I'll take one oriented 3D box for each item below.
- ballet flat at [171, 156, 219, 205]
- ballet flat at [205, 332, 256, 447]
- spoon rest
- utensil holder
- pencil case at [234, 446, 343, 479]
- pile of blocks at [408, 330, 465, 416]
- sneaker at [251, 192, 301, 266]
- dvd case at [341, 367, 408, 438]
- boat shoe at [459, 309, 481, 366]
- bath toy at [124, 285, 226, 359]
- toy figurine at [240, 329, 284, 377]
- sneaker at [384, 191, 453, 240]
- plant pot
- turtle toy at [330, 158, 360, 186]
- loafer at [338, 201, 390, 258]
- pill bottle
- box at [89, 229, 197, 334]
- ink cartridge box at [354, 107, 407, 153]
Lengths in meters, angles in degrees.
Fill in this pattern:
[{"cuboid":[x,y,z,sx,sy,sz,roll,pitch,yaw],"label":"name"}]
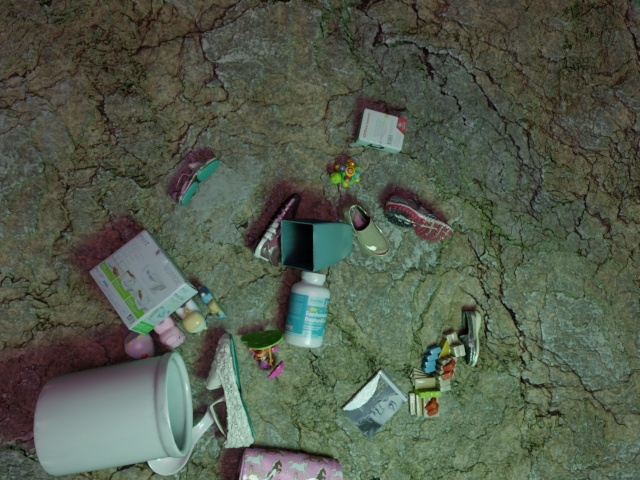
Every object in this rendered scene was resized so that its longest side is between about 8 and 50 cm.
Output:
[{"cuboid":[-0.461,-0.228,1.667,0.079,0.077,0.221,35,82,12],"label":"ballet flat"},{"cuboid":[-0.331,0.540,1.623,0.147,0.147,0.408,-13,90,-11],"label":"ballet flat"},{"cuboid":[-0.484,0.705,1.621,0.276,0.084,0.137,-43,96,-10],"label":"spoon rest"},{"cuboid":[-0.638,0.547,1.470,0.386,0.327,0.327,-8,90,-5],"label":"utensil holder"},{"cuboid":[-0.107,0.851,1.649,0.386,0.160,0.167,11,94,-11],"label":"pencil case"},{"cuboid":[0.447,0.520,1.785,0.149,0.112,0.362,23,84,-9],"label":"pile of blocks"},{"cuboid":[-0.119,-0.027,1.714,0.163,0.106,0.281,35,91,-15],"label":"sneaker"},{"cuboid":[0.212,0.631,1.786,0.221,0.018,0.164,-43,96,-9],"label":"dvd case"},{"cuboid":[0.589,0.385,1.837,0.074,0.080,0.223,9,81,-5],"label":"boat shoe"},{"cuboid":[-0.509,0.310,1.610,0.348,0.151,0.129,-33,116,-5],"label":"bath toy"},{"cuboid":[-0.200,0.422,1.673,0.130,0.173,0.159,-34,117,-52],"label":"toy figurine"},{"cuboid":[0.393,-0.095,1.798,0.299,0.121,0.112,26,53,-16],"label":"sneaker"},{"cuboid":[0.000,0.000,1.659,0.234,0.166,0.165,-12,105,-44],"label":"plant pot"},{"cuboid":[0.095,-0.255,1.767,0.130,0.066,0.095,-25,93,-10],"label":"turtle toy"},{"cuboid":[0.171,-0.036,1.761,0.102,0.092,0.268,-44,96,-9],"label":"loafer"},{"cuboid":[-0.046,0.248,1.685,0.146,0.146,0.264,10,87,-10],"label":"pill bottle"},{"cuboid":[-0.593,0.137,1.552,0.231,0.126,0.262,-41,72,-10],"label":"box"},{"cuboid":[0.233,-0.425,1.795,0.175,0.072,0.127,13,86,-10],"label":"ink cartridge box"}]
